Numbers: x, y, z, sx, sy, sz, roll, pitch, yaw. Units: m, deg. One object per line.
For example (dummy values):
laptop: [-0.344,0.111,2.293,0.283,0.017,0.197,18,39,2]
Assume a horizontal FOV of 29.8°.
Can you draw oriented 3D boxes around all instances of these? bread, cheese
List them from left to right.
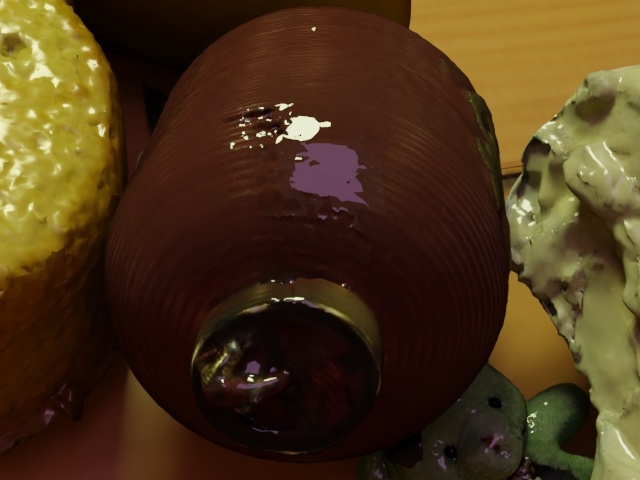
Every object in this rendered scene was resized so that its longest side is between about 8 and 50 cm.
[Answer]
bread: [-0.158,-0.031,0.582,0.147,0.160,0.260,-5,53,-16]
cheese: [0.200,0.044,0.559,0.233,0.127,0.266,0,59,-29]

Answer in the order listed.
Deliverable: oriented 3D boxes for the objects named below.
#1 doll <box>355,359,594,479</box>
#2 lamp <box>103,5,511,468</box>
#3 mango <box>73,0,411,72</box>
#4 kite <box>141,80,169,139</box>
doll: [0.100,0.112,0.574,0.150,0.077,0.115,34,71,1]
lamp: [0.000,0.000,0.537,0.180,0.180,0.258,9,31,-1]
mango: [-0.090,-0.184,0.653,0.317,0.211,0.173,26,59,-4]
kite: [-0.025,-0.014,0.667,0.241,0.014,0.183,36,61,16]
